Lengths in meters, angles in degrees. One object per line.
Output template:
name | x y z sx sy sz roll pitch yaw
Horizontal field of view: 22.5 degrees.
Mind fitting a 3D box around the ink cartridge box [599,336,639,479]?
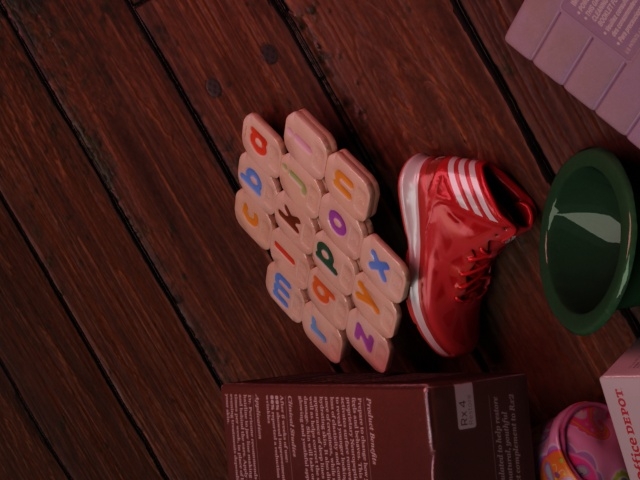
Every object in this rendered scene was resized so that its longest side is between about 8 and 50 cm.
ink cartridge box | 0.371 0.151 1.471 0.176 0.127 0.128 -3 112 41

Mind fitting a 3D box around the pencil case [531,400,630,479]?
pencil case | 0.218 0.275 1.684 0.124 0.124 0.284 49 136 6

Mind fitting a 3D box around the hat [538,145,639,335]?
hat | 0.329 0.014 1.504 0.208 0.184 0.173 -111 32 -52

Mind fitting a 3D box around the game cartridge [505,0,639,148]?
game cartridge | 0.308 -0.232 1.332 0.230 0.068 0.355 44 142 15

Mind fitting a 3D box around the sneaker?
sneaker | 0.154 0.021 1.610 0.128 0.087 0.221 4 117 40

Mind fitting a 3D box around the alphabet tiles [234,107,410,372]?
alphabet tiles | 0.000 0.000 1.721 0.278 0.021 0.284 45 146 30

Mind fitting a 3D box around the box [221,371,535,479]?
box | 0.053 0.236 1.692 0.381 0.143 0.191 -5 89 57
